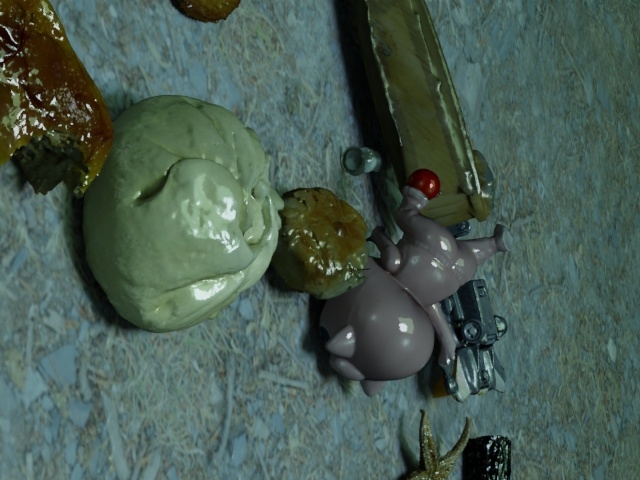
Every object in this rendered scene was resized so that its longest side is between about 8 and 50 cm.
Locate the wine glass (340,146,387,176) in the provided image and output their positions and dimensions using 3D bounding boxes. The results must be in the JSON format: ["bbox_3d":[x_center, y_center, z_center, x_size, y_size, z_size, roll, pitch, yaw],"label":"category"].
[{"bbox_3d":[0.063,-0.108,2.162,0.042,0.039,0.083,45,18,19],"label":"wine glass"}]

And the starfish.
[{"bbox_3d":[0.157,0.340,2.202,0.238,0.057,0.213,-52,135,-48],"label":"starfish"}]

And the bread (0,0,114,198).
[{"bbox_3d":[-0.314,-0.185,1.415,0.380,0.109,0.185,64,32,-33],"label":"bread"}]

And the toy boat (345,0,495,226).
[{"bbox_3d":[0.132,-0.226,2.207,0.162,0.136,0.445,-21,95,-85],"label":"toy boat"}]

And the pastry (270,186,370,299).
[{"bbox_3d":[-0.004,0.002,1.937,0.153,0.081,0.153,18,50,-23],"label":"pastry"}]

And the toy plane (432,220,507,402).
[{"bbox_3d":[0.205,0.075,2.307,0.204,0.103,0.316,-1,84,-61],"label":"toy plane"}]

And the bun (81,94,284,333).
[{"bbox_3d":[-0.132,-0.036,1.657,0.259,0.160,0.259,24,61,-54],"label":"bun"}]

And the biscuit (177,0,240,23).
[{"bbox_3d":[-0.128,-0.342,1.884,0.126,0.025,0.206,43,48,-49],"label":"biscuit"}]

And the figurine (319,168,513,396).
[{"bbox_3d":[0.106,0.058,2.041,0.176,0.186,0.287,38,85,-41],"label":"figurine"}]

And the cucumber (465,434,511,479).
[{"bbox_3d":[0.241,0.427,2.320,0.072,0.072,0.300,40,51,-51],"label":"cucumber"}]
